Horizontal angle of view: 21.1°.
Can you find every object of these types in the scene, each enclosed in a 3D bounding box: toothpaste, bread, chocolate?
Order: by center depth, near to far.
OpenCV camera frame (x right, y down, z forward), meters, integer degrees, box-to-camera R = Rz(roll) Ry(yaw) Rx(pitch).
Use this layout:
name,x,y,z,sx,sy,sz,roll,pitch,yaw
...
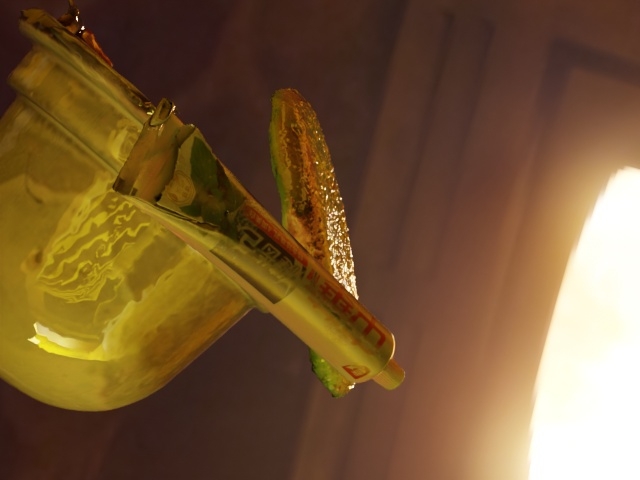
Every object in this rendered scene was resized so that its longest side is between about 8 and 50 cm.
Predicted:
name,x,y,z,sx,sy,sz,roll,pitch,yaw
toothpaste,-0.019,0.011,0.696,0.028,0.170,0.045,1,55,48
chocolate,-0.110,0.002,0.815,0.147,0.221,0.221,-43,15,0
bread,0.000,0.000,1.229,0.228,0.033,0.228,-11,-90,-83
